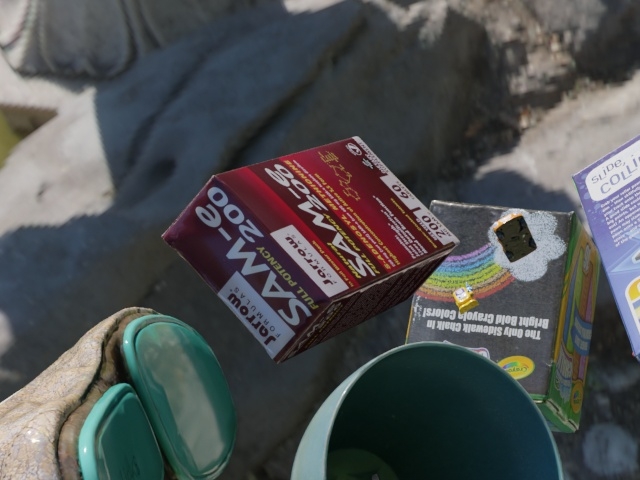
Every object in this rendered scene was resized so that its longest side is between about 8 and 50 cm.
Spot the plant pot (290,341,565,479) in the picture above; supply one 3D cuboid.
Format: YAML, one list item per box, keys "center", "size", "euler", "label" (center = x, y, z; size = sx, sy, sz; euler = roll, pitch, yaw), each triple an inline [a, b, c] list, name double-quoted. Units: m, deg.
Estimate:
- center: [0.081, 0.268, 1.629]
  size: [0.290, 0.195, 0.290]
  euler: [10, 69, -28]
  label: "plant pot"

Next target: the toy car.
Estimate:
- center: [0.170, 0.016, 1.630]
  size: [0.122, 0.060, 0.040]
  euler: [-43, 39, 13]
  label: "toy car"

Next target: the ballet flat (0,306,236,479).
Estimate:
- center: [-0.118, 0.097, 0.742]
  size: [0.106, 0.316, 0.108]
  euler: [-19, 89, 7]
  label: "ballet flat"

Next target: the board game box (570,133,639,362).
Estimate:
- center: [0.211, -0.034, 0.659]
  size: [0.201, 0.035, 0.136]
  euler: [-33, 32, 18]
  label: "board game box"

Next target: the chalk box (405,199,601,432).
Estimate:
- center: [0.207, 0.122, 1.807]
  size: [0.180, 0.179, 0.289]
  euler: [6, 75, 22]
  label: "chalk box"

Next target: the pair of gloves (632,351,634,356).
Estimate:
- center: [0.285, -0.008, 1.126]
  size: [0.198, 0.159, 0.023]
  euler: [-18, 23, -19]
  label: "pair of gloves"

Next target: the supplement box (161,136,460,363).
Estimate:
- center: [0.000, 0.000, 1.201]
  size: [0.130, 0.239, 0.073]
  euler: [46, 117, 11]
  label: "supplement box"
